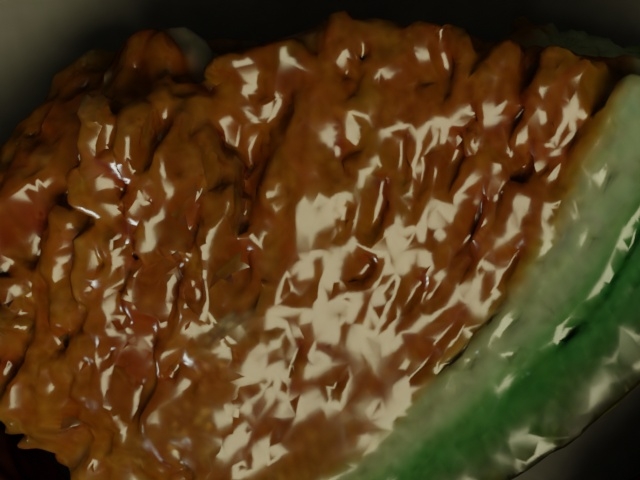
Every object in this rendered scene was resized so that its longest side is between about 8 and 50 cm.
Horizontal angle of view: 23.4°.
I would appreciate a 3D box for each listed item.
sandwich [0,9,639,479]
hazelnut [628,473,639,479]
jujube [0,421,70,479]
[{"bbox_3d":[0.007,-0.005,0.393,0.160,0.109,0.185,40,113,-10],"label":"sandwich"},{"bbox_3d":[0.171,0.122,0.469,0.202,0.170,0.160,-24,99,15],"label":"hazelnut"},{"bbox_3d":[-0.099,0.163,0.452,0.190,0.190,0.255,-19,109,3],"label":"jujube"}]
